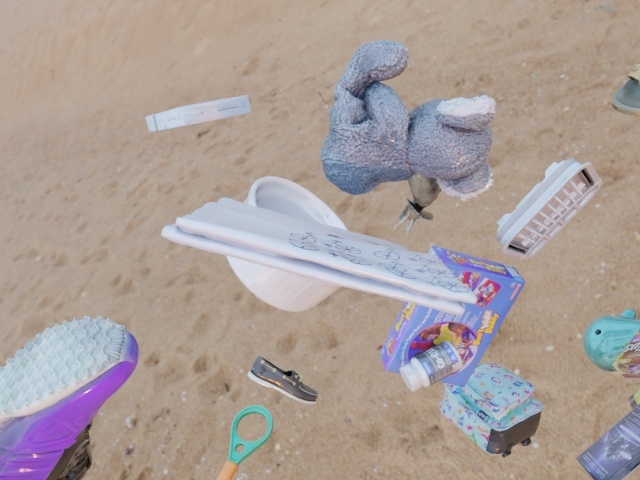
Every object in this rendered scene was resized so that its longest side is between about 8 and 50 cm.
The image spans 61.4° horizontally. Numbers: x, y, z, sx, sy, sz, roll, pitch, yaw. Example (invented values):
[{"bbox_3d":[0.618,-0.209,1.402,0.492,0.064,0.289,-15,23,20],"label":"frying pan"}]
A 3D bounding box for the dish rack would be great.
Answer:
[{"bbox_3d":[0.568,-0.080,1.363,0.285,0.333,0.072,-50,63,18],"label":"dish rack"}]

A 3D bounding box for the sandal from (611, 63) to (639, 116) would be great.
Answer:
[{"bbox_3d":[0.477,-0.237,0.771,0.180,0.049,0.072,-43,41,-20],"label":"sandal"}]

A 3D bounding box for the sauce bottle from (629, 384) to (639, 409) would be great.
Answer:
[{"bbox_3d":[1.040,0.395,1.573,0.112,0.344,0.111,7,38,-6],"label":"sauce bottle"}]

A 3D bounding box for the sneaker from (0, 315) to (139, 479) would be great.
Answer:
[{"bbox_3d":[-0.284,0.196,0.570,0.294,0.146,0.102,-33,36,10],"label":"sneaker"}]

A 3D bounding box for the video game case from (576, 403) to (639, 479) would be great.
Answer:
[{"bbox_3d":[0.755,0.477,1.304,0.274,0.196,0.026,-45,80,5],"label":"video game case"}]

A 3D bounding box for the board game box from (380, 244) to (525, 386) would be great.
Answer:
[{"bbox_3d":[0.328,0.201,1.377,0.078,0.234,0.346,-101,29,-62],"label":"board game box"}]

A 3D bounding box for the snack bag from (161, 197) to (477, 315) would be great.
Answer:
[{"bbox_3d":[0.000,0.000,0.694,0.342,0.324,0.037,-92,16,-81],"label":"snack bag"}]

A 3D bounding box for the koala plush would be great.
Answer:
[{"bbox_3d":[0.133,-0.142,0.752,0.222,0.196,0.203,15,55,21],"label":"koala plush"}]

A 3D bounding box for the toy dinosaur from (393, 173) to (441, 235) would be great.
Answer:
[{"bbox_3d":[0.266,-0.156,1.367,0.121,0.313,0.160,11,58,11],"label":"toy dinosaur"}]

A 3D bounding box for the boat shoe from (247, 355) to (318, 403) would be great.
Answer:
[{"bbox_3d":[-0.099,0.411,1.583,0.068,0.228,0.081,-63,17,-2],"label":"boat shoe"}]

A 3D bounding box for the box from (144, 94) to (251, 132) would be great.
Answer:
[{"bbox_3d":[-0.246,-0.251,1.075,0.145,0.038,0.186,-21,16,-34],"label":"box"}]

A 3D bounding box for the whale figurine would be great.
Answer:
[{"bbox_3d":[0.903,0.286,1.583,0.272,0.141,0.216,-33,32,51],"label":"whale figurine"}]

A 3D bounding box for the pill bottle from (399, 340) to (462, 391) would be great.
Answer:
[{"bbox_3d":[0.267,0.308,1.313,0.137,0.078,0.078,-25,35,-11],"label":"pill bottle"}]

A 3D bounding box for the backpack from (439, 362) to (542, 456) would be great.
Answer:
[{"bbox_3d":[0.485,0.473,1.580,0.225,0.190,0.254,-11,22,-33],"label":"backpack"}]

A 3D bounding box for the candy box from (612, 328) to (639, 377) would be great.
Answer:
[{"bbox_3d":[0.853,0.271,1.385,0.187,0.053,0.109,-44,-2,-17],"label":"candy box"}]

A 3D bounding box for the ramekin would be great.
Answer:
[{"bbox_3d":[-0.063,0.013,1.104,0.135,0.277,0.277,-46,31,26],"label":"ramekin"}]

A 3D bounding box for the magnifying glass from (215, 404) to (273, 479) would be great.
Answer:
[{"bbox_3d":[-0.181,0.467,1.186,0.092,0.026,0.231,16,50,18],"label":"magnifying glass"}]
